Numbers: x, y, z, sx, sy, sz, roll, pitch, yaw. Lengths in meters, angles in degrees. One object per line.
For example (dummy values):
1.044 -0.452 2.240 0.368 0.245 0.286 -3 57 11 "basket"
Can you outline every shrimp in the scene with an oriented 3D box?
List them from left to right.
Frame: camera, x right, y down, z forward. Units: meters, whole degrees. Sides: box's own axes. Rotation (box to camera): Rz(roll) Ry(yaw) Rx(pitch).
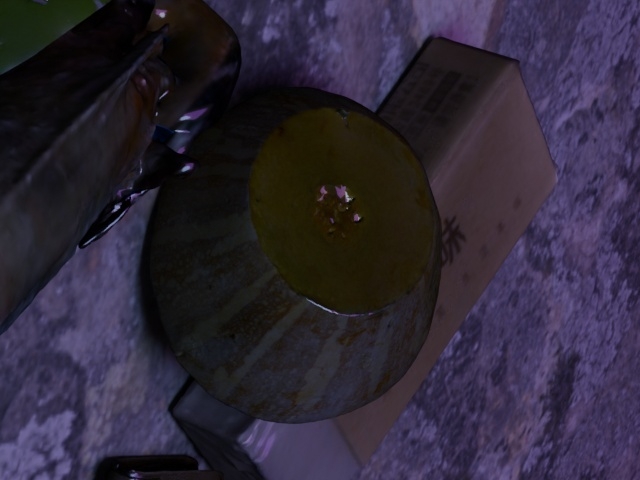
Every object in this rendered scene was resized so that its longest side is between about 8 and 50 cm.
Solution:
-0.181 0.007 0.982 0.446 0.110 0.221 -48 -176 -39 "shrimp"

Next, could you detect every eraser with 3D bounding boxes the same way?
0.039 0.029 1.379 0.343 0.078 0.144 -55 144 -21 "eraser"

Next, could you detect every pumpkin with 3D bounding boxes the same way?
0.007 0.006 1.230 0.217 0.110 0.217 2 85 -26 "pumpkin"

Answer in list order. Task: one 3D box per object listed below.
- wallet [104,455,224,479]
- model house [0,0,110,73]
-0.128 0.237 1.294 0.110 0.031 0.198 7 102 -58 "wallet"
-0.199 -0.221 0.868 0.207 0.154 0.294 -30 142 20 "model house"
